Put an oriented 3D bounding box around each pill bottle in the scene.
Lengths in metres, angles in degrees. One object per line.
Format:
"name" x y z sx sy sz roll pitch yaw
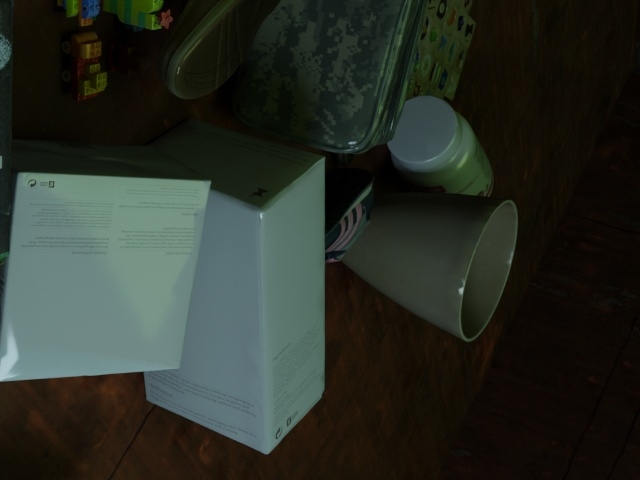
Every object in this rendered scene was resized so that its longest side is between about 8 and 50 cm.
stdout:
"pill bottle" 0.226 -0.157 1.896 0.160 0.160 0.283 -68 154 -9

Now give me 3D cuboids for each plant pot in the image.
"plant pot" 0.176 0.017 1.774 0.256 0.274 0.256 -41 140 -47

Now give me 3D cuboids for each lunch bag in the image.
"lunch bag" 0.031 -0.278 1.388 0.256 0.213 0.305 -28 133 -78

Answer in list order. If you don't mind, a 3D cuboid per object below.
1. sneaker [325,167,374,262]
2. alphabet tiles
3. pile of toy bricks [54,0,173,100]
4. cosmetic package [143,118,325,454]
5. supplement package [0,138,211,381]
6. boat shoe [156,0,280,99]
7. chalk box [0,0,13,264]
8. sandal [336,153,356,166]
"sneaker" 0.000 0.000 1.597 0.319 0.112 0.131 -40 137 -47
"alphabet tiles" 0.225 -0.386 1.922 0.342 0.011 0.285 10 96 -64
"pile of toy bricks" -0.201 -0.249 1.033 0.118 0.105 0.212 -33 135 -53
"cosmetic package" -0.117 0.060 1.283 0.156 0.217 0.384 -41 143 -47
"supplement package" -0.241 0.014 0.998 0.194 0.149 0.203 1 108 -34
"boat shoe" -0.123 -0.279 1.164 0.109 0.098 0.302 99 16 -52
"chalk box" -0.361 -0.057 0.755 0.180 0.179 0.288 -27 131 -58
"sandal" 0.039 -0.204 1.618 0.090 0.060 0.219 -53 164 -24
